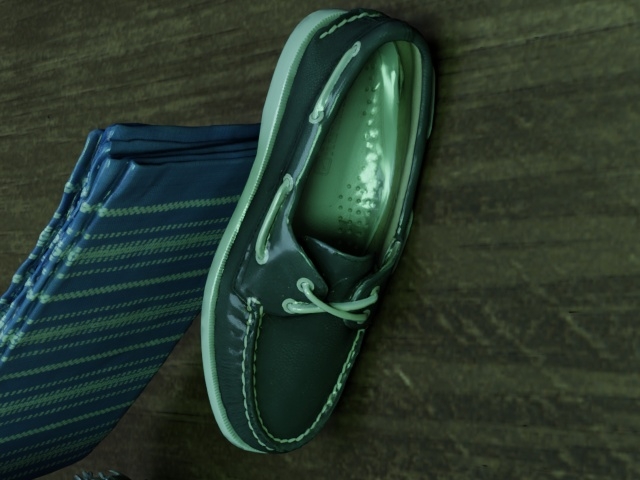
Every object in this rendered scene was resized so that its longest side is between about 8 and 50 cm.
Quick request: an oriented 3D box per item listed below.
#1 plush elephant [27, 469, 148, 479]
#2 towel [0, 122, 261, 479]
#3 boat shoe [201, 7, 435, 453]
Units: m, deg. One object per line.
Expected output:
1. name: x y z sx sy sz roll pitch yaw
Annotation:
1. plush elephant: -0.176 0.308 1.187 0.330 0.272 0.255 -169 98 -82
2. towel: -0.154 0.050 1.158 0.040 0.243 0.336 45 115 19
3. boat shoe: 0.000 0.000 1.088 0.091 0.114 0.302 20 104 58
